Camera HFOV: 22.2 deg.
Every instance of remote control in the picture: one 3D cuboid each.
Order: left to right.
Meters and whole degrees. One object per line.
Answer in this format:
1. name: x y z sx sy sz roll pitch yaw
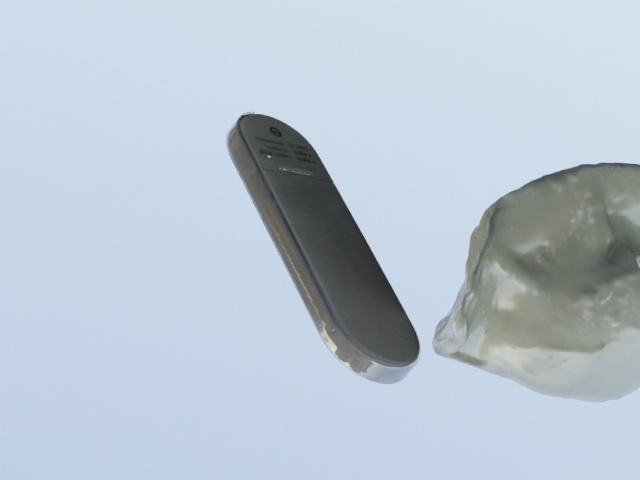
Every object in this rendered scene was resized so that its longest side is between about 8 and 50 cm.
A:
1. remote control: 0.000 0.000 1.128 0.077 0.022 0.245 11 -141 -42

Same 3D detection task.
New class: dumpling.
1. dumpling: 0.144 0.017 0.873 0.169 0.134 0.100 18 -162 -18
